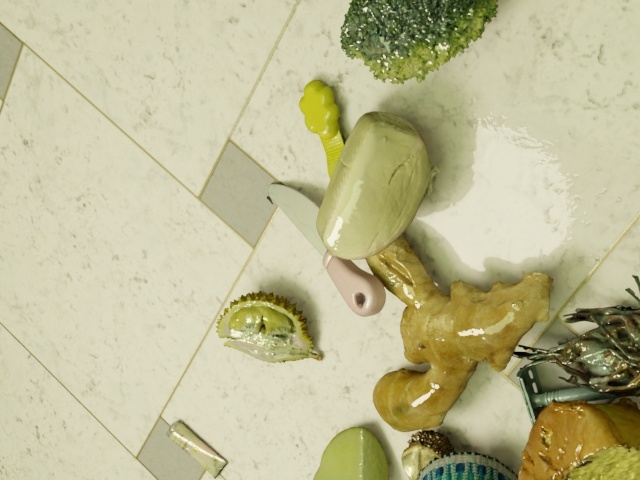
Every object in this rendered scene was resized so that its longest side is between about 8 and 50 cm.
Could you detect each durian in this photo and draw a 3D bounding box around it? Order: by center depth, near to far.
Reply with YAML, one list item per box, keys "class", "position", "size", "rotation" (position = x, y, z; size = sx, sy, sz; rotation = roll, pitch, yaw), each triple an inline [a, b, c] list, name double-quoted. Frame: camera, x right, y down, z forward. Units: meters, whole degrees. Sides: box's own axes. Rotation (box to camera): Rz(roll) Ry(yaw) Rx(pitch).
- class: "durian"
  position: [0.192, 0.369, 1.822]
  size: [0.110, 0.071, 0.140]
  rotation: [8, 134, 29]
- class: "durian"
  position: [-0.078, 0.159, 1.920]
  size: [0.208, 0.102, 0.146]
  rotation: [30, 127, -6]

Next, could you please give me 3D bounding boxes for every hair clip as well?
- class: "hair clip"
  position: [0.011, -0.185, 1.758]
  size: [0.072, 0.046, 0.173]
  rotation: [-16, 96, 32]

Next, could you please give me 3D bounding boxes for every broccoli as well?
- class: "broccoli"
  position: [0.145, -0.334, 1.546]
  size: [0.176, 0.226, 0.198]
  rotation: [94, 163, -59]

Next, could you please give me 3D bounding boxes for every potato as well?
- class: "potato"
  position: [0.062, 0.407, 1.943]
  size: [0.149, 0.081, 0.120]
  rotation: [-9, 71, 52]

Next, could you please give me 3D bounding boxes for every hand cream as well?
- class: "hand cream"
  position: [-0.260, 0.433, 2.170]
  size: [0.143, 0.039, 0.061]
  rotation: [39, 122, 10]

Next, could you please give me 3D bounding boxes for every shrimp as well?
- class: "shrimp"
  position: [0.450, 0.144, 1.549]
  size: [0.372, 0.137, 0.172]
  rotation: [3, 79, 26]

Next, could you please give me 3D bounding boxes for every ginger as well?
- class: "ginger"
  position: [0.206, 0.172, 1.701]
  size: [0.348, 0.122, 0.363]
  rotation: [12, 104, 45]

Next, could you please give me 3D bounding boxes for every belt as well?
- class: "belt"
  position: [0.254, 0.481, 1.745]
  size: [0.207, 0.150, 0.257]
  rotation: [-12, 124, 20]

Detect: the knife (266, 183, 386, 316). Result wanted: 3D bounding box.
- class: "knife"
  position: [0.001, -0.002, 1.778]
  size: [0.336, 0.043, 0.081]
  rotation: [50, 131, 30]

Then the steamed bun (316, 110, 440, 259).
- class: "steamed bun"
  position: [0.096, -0.077, 1.658]
  size: [0.152, 0.170, 0.238]
  rotation: [19, 101, -8]

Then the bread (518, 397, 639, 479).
- class: "bread"
  position: [0.399, 0.313, 1.567]
  size: [0.160, 0.147, 0.260]
  rotation: [3, 140, -13]

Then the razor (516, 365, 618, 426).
- class: "razor"
  position: [0.429, 0.236, 1.634]
  size: [0.232, 0.068, 0.106]
  rotation: [-15, 99, 31]
